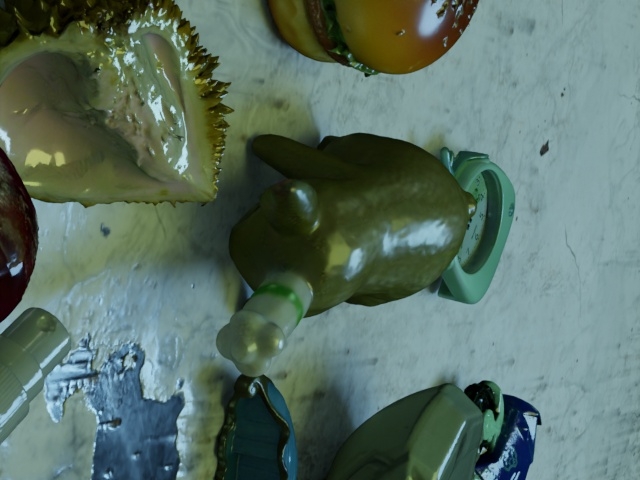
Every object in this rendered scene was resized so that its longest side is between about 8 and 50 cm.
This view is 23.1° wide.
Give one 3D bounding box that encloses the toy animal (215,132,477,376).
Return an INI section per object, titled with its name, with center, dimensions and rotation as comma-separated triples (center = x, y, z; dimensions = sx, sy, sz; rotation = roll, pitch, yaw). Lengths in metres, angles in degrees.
[toy animal]
center = -0.011, -0.003, 1.437
dimensions = 0.363, 0.180, 0.181
rotation = -15, 107, -51

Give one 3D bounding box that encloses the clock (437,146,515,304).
[clock]
center = 0.159, -0.030, 1.830
dimensions = 0.211, 0.066, 0.159
rotation = 49, 58, -55

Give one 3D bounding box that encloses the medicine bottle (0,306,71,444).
[medicine bottle]
center = -0.289, 0.168, 1.052
dimensions = 0.352, 0.110, 0.110
rotation = -50, 141, -42

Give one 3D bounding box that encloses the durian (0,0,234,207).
[durian]
center = -0.172, -0.122, 1.129
dimensions = 0.250, 0.183, 0.138
rotation = 50, 30, -63

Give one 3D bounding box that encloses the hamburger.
[hamburger]
center = 0.068, -0.271, 1.463
dimensions = 0.246, 0.170, 0.246
rotation = -36, 133, -50

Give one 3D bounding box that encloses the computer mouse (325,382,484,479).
[computer mouse]
center = 0.064, 0.328, 1.728
dimensions = 0.228, 0.145, 0.429
rotation = -46, 151, -55

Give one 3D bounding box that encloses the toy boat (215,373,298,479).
[toy boat]
center = -0.067, 0.216, 1.508
dimensions = 0.077, 0.075, 0.186
rotation = -1, 99, -69

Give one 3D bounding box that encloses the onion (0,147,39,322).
[onion]
center = -0.270, -0.006, 1.005
dimensions = 0.198, 0.173, 0.135
rotation = -44, -165, 45

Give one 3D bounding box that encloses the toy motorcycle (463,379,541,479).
[toy motorcycle]
center = 0.216, 0.328, 2.025
dimensions = 0.196, 0.125, 0.331
rotation = -25, 118, -55
